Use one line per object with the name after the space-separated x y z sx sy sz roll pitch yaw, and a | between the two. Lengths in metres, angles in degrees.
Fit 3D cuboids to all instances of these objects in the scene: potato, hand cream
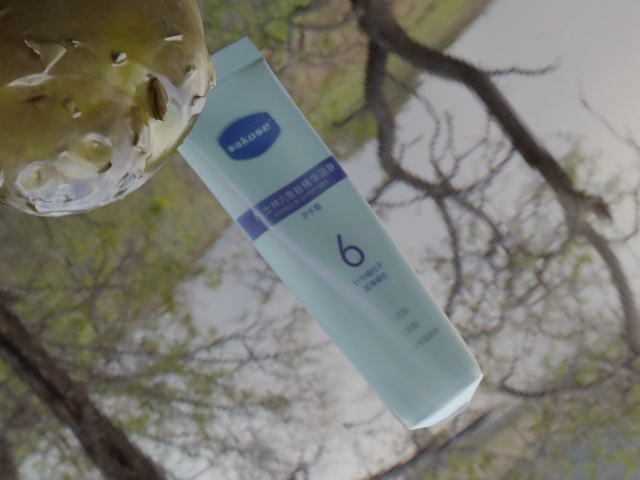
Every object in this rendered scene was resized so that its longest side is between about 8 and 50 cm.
-0.164 -0.116 0.841 0.192 0.296 0.141 -4 125 -10 | potato
0.000 0.000 0.989 0.109 0.320 0.067 -35 175 -31 | hand cream
